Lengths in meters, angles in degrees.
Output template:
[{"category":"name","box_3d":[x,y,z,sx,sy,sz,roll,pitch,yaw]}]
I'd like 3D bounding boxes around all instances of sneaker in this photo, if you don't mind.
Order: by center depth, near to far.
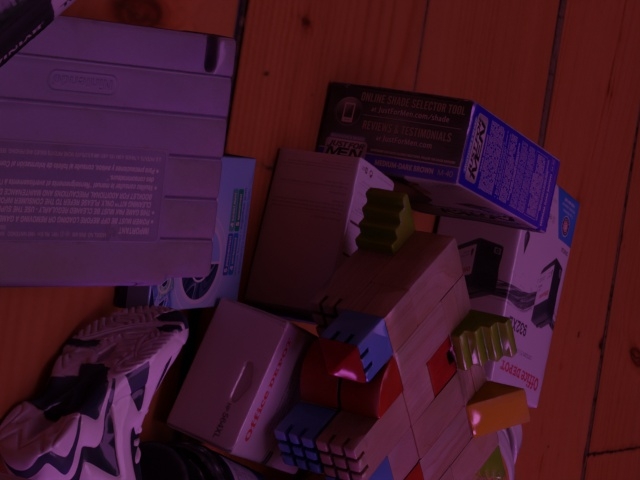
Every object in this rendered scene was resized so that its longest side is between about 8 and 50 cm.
[{"category":"sneaker","box_3d":[-0.196,0.176,1.714,0.235,0.094,0.153,-53,145,-43]}]

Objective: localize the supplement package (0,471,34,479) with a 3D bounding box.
[{"category":"supplement package","box_3d":[-0.231,0.310,1.485,0.145,0.262,0.204,-58,146,-40]}]

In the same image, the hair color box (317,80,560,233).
[{"category":"hair color box","box_3d":[0.150,-0.096,2.241,0.339,0.185,0.110,25,77,-63]}]

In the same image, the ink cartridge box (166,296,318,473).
[{"category":"ink cartridge box","box_3d":[-0.065,0.156,1.948,0.148,0.086,0.203,-67,158,-6]}]

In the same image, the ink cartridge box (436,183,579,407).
[{"category":"ink cartridge box","box_3d":[0.242,0.061,2.548,0.223,0.129,0.307,30,71,-64]}]

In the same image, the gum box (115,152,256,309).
[{"category":"gum box","box_3d":[-0.133,-0.011,1.846,0.184,0.041,0.157,0,99,-64]}]

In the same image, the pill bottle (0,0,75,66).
[{"category":"pill bottle","box_3d":[-0.258,-0.187,1.330,0.246,0.130,0.130,-44,142,-16]}]

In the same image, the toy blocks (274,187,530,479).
[{"category":"toy blocks","box_3d":[0.063,0.177,1.938,0.261,0.191,0.381,-46,134,-39]}]

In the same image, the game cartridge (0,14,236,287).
[{"category":"game cartridge","box_3d":[-0.221,-0.075,1.538,0.355,0.068,0.230,2,101,-49]}]

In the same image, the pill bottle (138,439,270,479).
[{"category":"pill bottle","box_3d":[-0.127,0.269,1.854,0.219,0.123,0.122,39,63,-61]}]

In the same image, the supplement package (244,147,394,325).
[{"category":"supplement package","box_3d":[0.000,0.000,2.052,0.105,0.105,0.179,32,69,-63]}]

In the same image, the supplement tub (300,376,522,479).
[{"category":"supplement tub","box_3d":[0.098,0.307,2.212,0.316,0.228,0.228,-52,142,-47]}]
